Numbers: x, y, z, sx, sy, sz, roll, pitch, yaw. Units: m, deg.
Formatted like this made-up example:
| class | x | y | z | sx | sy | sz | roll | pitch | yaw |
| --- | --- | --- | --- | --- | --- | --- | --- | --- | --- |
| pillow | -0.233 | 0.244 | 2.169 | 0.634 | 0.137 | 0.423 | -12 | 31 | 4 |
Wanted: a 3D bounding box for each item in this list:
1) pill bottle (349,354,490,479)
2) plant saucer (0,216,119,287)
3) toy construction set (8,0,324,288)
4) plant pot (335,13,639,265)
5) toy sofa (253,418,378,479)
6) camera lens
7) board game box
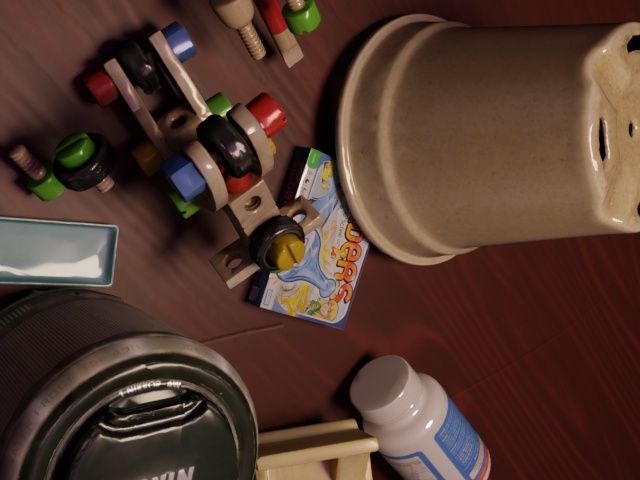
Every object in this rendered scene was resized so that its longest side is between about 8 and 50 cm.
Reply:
| class | x | y | z | sx | sy | sz | roll | pitch | yaw |
| --- | --- | --- | --- | --- | --- | --- | --- | --- | --- |
| pill bottle | 0.135 | 0.259 | 1.042 | 0.124 | 0.124 | 0.221 | -48 | 122 | -19 |
| plant saucer | -0.298 | 0.010 | 0.751 | 0.192 | 0.018 | 0.067 | 4 | 96 | -37 |
| toy construction set | -0.088 | -0.103 | 0.786 | 0.309 | 0.257 | 0.237 | -59 | 143 | -24 |
| plant pot | 0.242 | -0.124 | 0.906 | 0.334 | 0.305 | 0.334 | -4 | 96 | -42 |
| toy sofa | 0.000 | 0.412 | 0.927 | 0.150 | 0.177 | 0.362 | -6 | 86 | -13 |
| camera lens | -0.204 | 0.167 | 0.688 | 0.219 | 0.274 | 0.219 | -7 | 103 | -35 |
| board game box | 0.000 | 0.000 | 0.950 | 0.136 | 0.035 | 0.201 | 19 | 87 | -36 |
